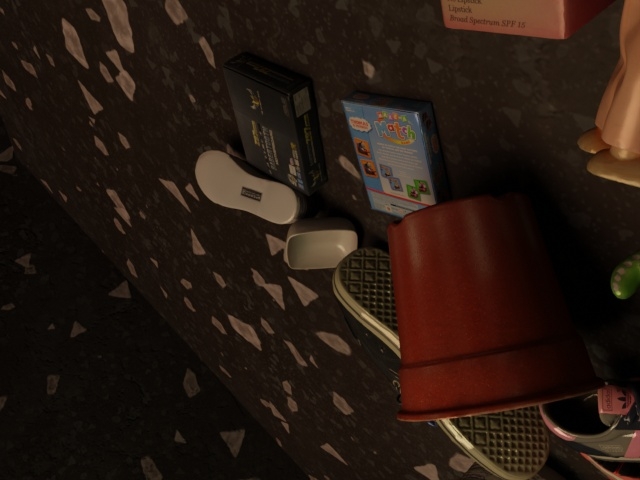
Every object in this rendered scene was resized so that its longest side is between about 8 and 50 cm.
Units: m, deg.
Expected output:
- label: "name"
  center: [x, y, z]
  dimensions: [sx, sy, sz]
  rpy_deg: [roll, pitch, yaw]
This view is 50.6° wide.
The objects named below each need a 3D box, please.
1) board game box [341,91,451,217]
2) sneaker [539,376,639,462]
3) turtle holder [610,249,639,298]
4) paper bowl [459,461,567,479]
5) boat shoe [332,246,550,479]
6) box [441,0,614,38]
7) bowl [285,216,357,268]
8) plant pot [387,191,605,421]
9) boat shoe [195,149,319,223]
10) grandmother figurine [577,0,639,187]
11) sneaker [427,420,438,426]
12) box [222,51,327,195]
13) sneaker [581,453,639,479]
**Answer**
- label: "board game box"
  center: [0.124, -0.127, 1.081]
  dimensions: [0.160, 0.039, 0.211]
  rpy_deg: [21, 141, 44]
- label: "sneaker"
  center: [0.435, 0.226, 0.877]
  dimensions: [0.131, 0.112, 0.319]
  rpy_deg: [30, 144, -27]
- label: "turtle holder"
  center: [0.437, 0.014, 0.610]
  dimensions: [0.244, 0.320, 0.227]
  rpy_deg: [18, 152, -5]
- label: "paper bowl"
  center: [0.415, 0.546, 1.348]
  dimensions: [0.284, 0.148, 0.284]
  rpy_deg: [37, 151, 26]
- label: "boat shoe"
  center: [0.209, 0.221, 1.239]
  dimensions: [0.500, 0.187, 0.156]
  rpy_deg: [45, 158, 22]
- label: "box"
  center: [0.193, -0.326, 0.634]
  dimensions: [0.149, 0.127, 0.232]
  rpy_deg: [24, 143, 43]
- label: "bowl"
  center: [0.000, 0.000, 1.350]
  dimensions: [0.142, 0.142, 0.053]
  rpy_deg: [94, 171, -59]
- label: "plant pot"
  center: [0.213, 0.087, 0.926]
  dimensions: [0.272, 0.273, 0.264]
  rpy_deg: [147, 115, -63]
- label: "boat shoe"
  center: [-0.134, -0.112, 1.425]
  dimensions: [0.301, 0.102, 0.108]
  rpy_deg: [21, 102, 32]
- label: "grandmother figurine"
  center: [0.295, -0.229, 0.563]
  dimensions: [0.104, 0.207, 0.342]
  rpy_deg: [3, 120, 1]
- label: "sneaker"
  center: [0.221, 0.295, 1.401]
  dimensions: [0.221, 0.087, 0.083]
  rpy_deg: [58, 152, -13]
- label: "box"
  center: [-0.083, -0.215, 1.266]
  dimensions: [0.183, 0.059, 0.232]
  rpy_deg: [32, 148, 34]
- label: "sneaker"
  center: [0.488, 0.362, 1.049]
  dimensions: [0.314, 0.116, 0.136]
  rpy_deg: [40, 155, 24]
